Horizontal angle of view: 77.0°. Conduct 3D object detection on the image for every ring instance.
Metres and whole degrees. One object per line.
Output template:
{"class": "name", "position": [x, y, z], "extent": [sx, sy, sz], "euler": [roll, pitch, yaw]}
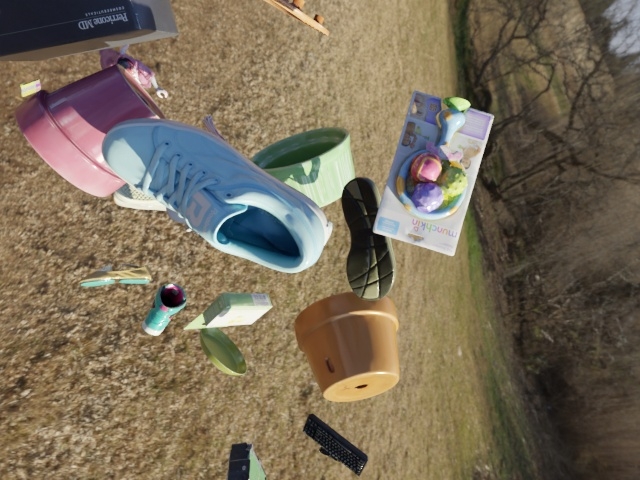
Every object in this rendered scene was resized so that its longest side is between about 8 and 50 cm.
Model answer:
{"class": "ring", "position": [-0.126, -0.521, 0.825], "extent": [0.337, 0.032, 0.336], "euler": [25, 24, -12]}

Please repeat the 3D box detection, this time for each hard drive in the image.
{"class": "hard drive", "position": [-0.185, 0.716, 0.988], "extent": [0.338, 0.064, 0.236], "euler": [-95, 179, -49]}

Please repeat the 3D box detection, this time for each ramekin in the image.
{"class": "ramekin", "position": [-0.044, -0.207, 1.184], "extent": [0.303, 0.304, 0.148], "euler": [-57, 136, -48]}

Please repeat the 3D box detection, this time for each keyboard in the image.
{"class": "keyboard", "position": [0.032, 0.529, 1.027], "extent": [0.180, 0.108, 0.023], "euler": [30, 37, 23]}

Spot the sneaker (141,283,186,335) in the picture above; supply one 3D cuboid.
{"class": "sneaker", "position": [-0.635, 0.248, 1.677], "extent": [0.124, 0.178, 0.295], "euler": [35, 10, -18]}

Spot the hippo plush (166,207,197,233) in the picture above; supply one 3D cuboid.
{"class": "hippo plush", "position": [-0.423, -0.147, 1.370], "extent": [0.294, 0.234, 0.236], "euler": [32, 73, -55]}

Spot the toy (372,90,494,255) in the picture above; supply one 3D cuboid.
{"class": "toy", "position": [0.181, -0.109, 0.619], "extent": [0.137, 0.056, 0.237], "euler": [17, 85, -2]}

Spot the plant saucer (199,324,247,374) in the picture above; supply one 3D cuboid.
{"class": "plant saucer", "position": [-0.374, 0.419, 1.517], "extent": [0.241, 0.037, 0.241], "euler": [47, 1, -1]}

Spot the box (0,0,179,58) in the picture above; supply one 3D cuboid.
{"class": "box", "position": [-0.490, -0.515, 0.727], "extent": [0.179, 0.344, 0.312], "euler": [-79, 162, -66]}

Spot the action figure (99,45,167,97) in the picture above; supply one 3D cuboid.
{"class": "action figure", "position": [-0.810, -0.738, 1.714], "extent": [0.248, 0.370, 0.275], "euler": [-12, 111, -23]}

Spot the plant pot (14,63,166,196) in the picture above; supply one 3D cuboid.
{"class": "plant pot", "position": [-0.392, -0.211, 0.732], "extent": [0.201, 0.180, 0.201], "euler": [53, 0, 0]}

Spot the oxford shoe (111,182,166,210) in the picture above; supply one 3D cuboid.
{"class": "oxford shoe", "position": [-0.641, -0.188, 1.648], "extent": [0.449, 0.130, 0.169], "euler": [3, 78, -54]}

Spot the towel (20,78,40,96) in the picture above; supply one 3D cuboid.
{"class": "towel", "position": [-0.922, -0.485, 1.279], "extent": [0.060, 0.083, 0.009], "euler": [-40, 106, -30]}

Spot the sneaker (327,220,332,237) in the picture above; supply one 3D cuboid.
{"class": "sneaker", "position": [0.000, 0.000, 2.186], "extent": [0.085, 0.237, 0.086], "euler": [34, 15, 23]}

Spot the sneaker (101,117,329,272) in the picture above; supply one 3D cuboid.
{"class": "sneaker", "position": [-0.155, -0.067, 0.575], "extent": [0.366, 0.135, 0.150], "euler": [23, 19, -4]}

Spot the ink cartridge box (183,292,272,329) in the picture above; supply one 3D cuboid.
{"class": "ink cartridge box", "position": [-0.286, 0.238, 1.238], "extent": [0.171, 0.235, 0.056], "euler": [9, 48, -47]}

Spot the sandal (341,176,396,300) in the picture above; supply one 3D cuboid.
{"class": "sandal", "position": [0.124, -0.003, 0.969], "extent": [0.086, 0.120, 0.302], "euler": [-20, 106, -64]}

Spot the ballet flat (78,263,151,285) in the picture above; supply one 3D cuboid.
{"class": "ballet flat", "position": [-0.731, 0.121, 1.439], "extent": [0.232, 0.080, 0.073], "euler": [1, 70, -37]}

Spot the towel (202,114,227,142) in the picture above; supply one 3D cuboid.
{"class": "towel", "position": [-0.294, -0.269, 1.230], "extent": [0.144, 0.029, 0.197], "euler": [53, -14, 28]}

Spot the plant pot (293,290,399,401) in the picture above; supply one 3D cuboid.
{"class": "plant pot", "position": [0.086, 0.296, 1.076], "extent": [0.291, 0.291, 0.203], "euler": [26, 39, -40]}
